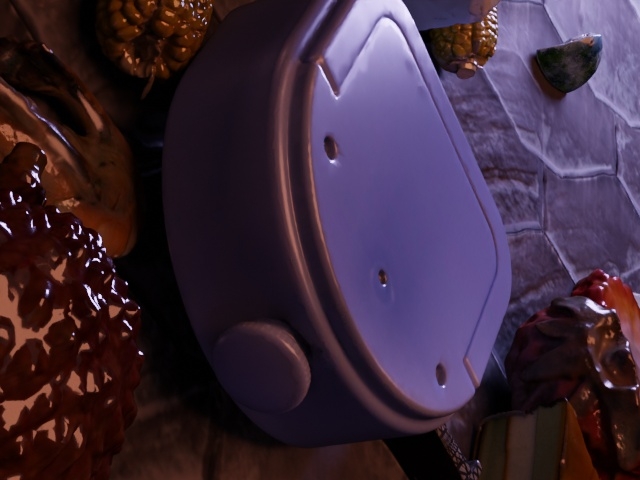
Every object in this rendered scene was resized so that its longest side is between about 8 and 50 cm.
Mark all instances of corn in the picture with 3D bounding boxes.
[{"bbox_3d":[0.152,-0.289,1.854,0.080,0.080,0.238,20,60,-49],"label":"corn"},{"bbox_3d":[-0.126,-0.261,1.440,0.101,0.101,0.310,40,47,-37],"label":"corn"}]

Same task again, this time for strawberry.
[{"bbox_3d":[0.309,0.190,1.805,0.336,0.149,0.265,36,32,-54],"label":"strawberry"}]

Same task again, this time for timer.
[{"bbox_3d":[0.000,0.000,1.417,0.395,0.173,0.395,29,56,-55],"label":"timer"}]

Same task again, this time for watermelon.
[{"bbox_3d":[0.305,-0.227,2.057,0.085,0.085,0.061,41,10,-36],"label":"watermelon"}]

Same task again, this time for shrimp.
[{"bbox_3d":[-0.209,-0.091,1.284,0.254,0.059,0.145,48,38,-30],"label":"shrimp"}]

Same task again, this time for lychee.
[{"bbox_3d":[-0.241,0.067,0.982,0.276,0.275,0.304,41,65,-36],"label":"lychee"}]

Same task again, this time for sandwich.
[{"bbox_3d":[0.182,0.261,1.609,0.187,0.117,0.144,-35,101,-52],"label":"sandwich"}]

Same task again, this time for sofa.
[{"bbox_3d":[0.099,0.184,1.576,0.118,0.060,0.039,58,41,-19],"label":"sofa"}]

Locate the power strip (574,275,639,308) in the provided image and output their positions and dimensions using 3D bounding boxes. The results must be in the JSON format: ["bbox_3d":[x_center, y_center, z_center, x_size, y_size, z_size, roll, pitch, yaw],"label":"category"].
[{"bbox_3d":[0.357,0.081,2.005,0.191,0.030,0.047,23,56,-47],"label":"power strip"}]

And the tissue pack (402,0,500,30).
[{"bbox_3d":[0.091,-0.433,1.657,0.297,0.207,0.380,-50,120,-32],"label":"tissue pack"}]
